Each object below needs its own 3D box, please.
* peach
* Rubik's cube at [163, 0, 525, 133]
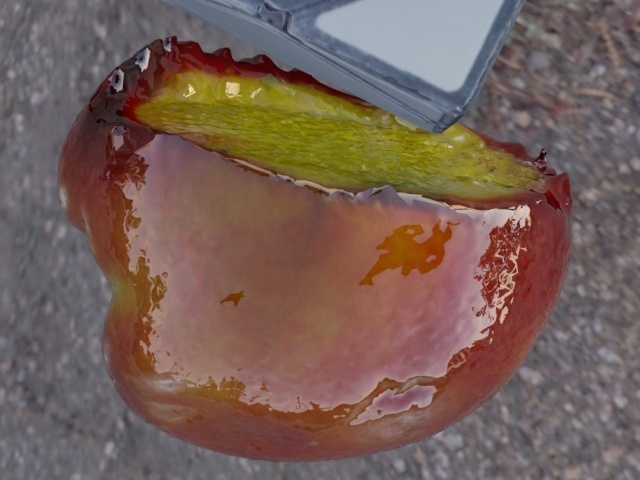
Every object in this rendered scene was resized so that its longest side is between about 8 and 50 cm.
[{"bbox_3d":[-0.017,0.013,1.282,0.406,0.335,0.310,4,121,-24],"label":"peach"},{"bbox_3d":[0.023,-0.188,0.830,0.207,0.205,0.205,26,91,-1],"label":"Rubik's cube"}]
